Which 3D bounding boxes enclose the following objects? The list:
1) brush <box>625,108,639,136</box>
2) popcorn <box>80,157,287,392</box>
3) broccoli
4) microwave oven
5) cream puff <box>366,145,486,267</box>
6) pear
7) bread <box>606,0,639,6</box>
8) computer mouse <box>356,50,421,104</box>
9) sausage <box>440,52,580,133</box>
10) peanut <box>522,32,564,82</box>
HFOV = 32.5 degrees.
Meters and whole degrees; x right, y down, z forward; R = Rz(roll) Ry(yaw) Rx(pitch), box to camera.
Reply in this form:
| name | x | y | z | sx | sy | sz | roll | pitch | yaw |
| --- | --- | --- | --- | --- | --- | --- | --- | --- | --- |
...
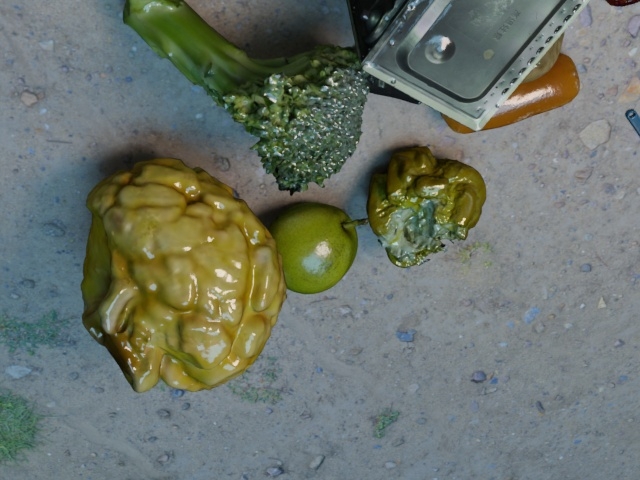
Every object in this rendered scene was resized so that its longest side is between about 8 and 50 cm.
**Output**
| name | x | y | z | sx | sy | sz | roll | pitch | yaw |
| --- | --- | --- | --- | --- | --- | --- | --- | --- | --- |
| brush | 0.600 | -0.184 | 2.008 | 0.051 | 0.014 | 0.164 | -34 | 126 | 17 |
| popcorn | -0.230 | 0.058 | 1.853 | 0.354 | 0.344 | 0.389 | 2 | 86 | 2 |
| broccoli | -0.100 | -0.248 | 1.709 | 0.274 | 0.397 | 0.353 | -53 | 150 | -12 |
| microwave oven | 0.223 | -0.423 | 1.547 | 0.247 | 0.333 | 0.394 | 26 | 122 | -22 |
| cream puff | 0.178 | -0.077 | 1.939 | 0.221 | 0.194 | 0.195 | -31 | 129 | 32 |
| pear | 0.000 | 0.000 | 1.960 | 0.216 | 0.166 | 0.180 | -33 | 171 | 24 |
| bread | 0.491 | -0.415 | 1.768 | 0.085 | 0.053 | 0.085 | -5 | 130 | -5 |
| computer mouse | 0.128 | -0.285 | 1.822 | 0.172 | 0.057 | 0.099 | 6 | 131 | 1 |
| sausage | 0.319 | -0.245 | 1.860 | 0.238 | 0.098 | 0.098 | -17 | 130 | 3 |
| peanut | 0.291 | -0.295 | 1.763 | 0.253 | 0.137 | 0.122 | -39 | 135 | 6 |
